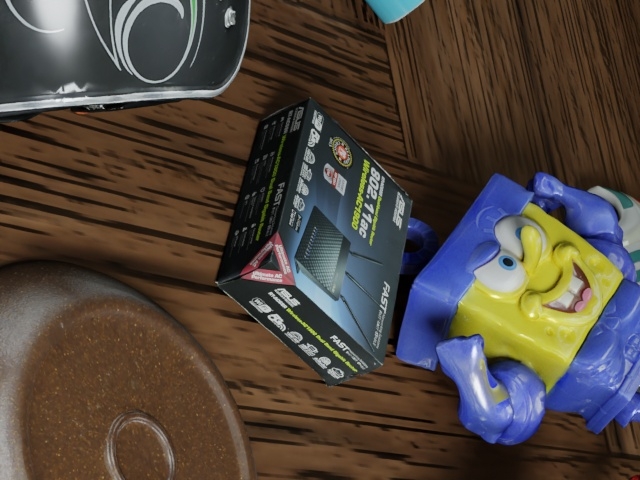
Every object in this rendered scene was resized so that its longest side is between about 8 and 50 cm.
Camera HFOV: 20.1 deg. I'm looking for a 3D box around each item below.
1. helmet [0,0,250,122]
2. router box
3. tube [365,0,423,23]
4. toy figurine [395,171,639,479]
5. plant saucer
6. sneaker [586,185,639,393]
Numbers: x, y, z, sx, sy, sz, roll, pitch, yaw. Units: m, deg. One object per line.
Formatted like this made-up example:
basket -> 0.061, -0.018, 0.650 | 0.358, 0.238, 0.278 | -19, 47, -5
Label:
helmet -> -0.113, -0.133, 0.756 | 0.169, 0.169, 0.161 | -11, 96, -55
router box -> 0.000, 0.000, 0.940 | 0.092, 0.038, 0.122 | 44, 40, -31
tube -> -0.006, -0.222, 1.057 | 0.207, 0.052, 0.080 | 50, 33, -15
toy figurine -> 0.103, 0.078, 0.991 | 0.217, 0.191, 0.362 | 32, 51, 9
plant saucer -> -0.087, 0.097, 0.770 | 0.199, 0.036, 0.198 | 29, 50, -41
sneaker -> 0.190, 0.031, 1.178 | 0.075, 0.057, 0.161 | 31, 47, -18
